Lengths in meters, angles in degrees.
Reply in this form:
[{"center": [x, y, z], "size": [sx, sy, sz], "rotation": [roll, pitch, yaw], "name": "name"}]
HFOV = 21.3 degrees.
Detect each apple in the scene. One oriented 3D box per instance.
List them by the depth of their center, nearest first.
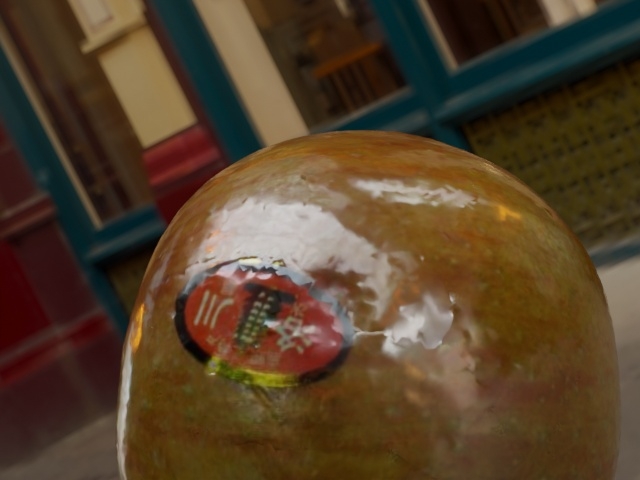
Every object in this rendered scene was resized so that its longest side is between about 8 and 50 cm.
[{"center": [0.041, 0.120, 1.191], "size": [0.334, 0.400, 0.400], "rotation": [6, 14, 11], "name": "apple"}]
